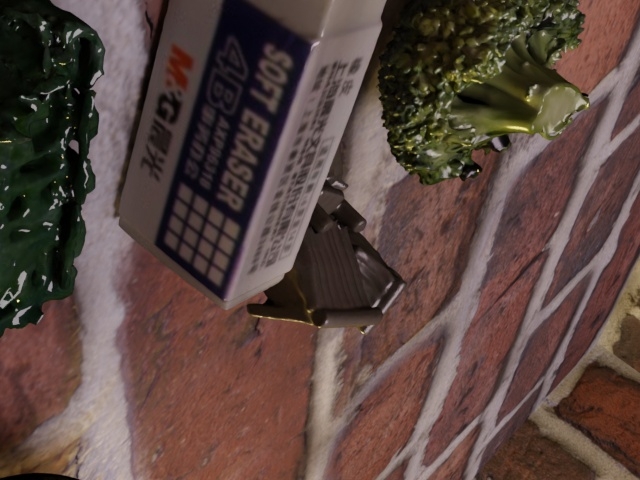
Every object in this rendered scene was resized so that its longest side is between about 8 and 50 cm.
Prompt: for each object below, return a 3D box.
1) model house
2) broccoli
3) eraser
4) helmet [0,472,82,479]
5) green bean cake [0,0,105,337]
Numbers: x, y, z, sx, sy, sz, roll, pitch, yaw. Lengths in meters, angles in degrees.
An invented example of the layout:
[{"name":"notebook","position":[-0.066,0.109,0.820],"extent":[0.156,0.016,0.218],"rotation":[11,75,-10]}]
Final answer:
[{"name":"model house","position":[-0.008,0.001,0.922],"extent":[0.122,0.188,0.229],"rotation":[-43,160,17]},{"name":"broccoli","position":[0.152,-0.153,0.981],"extent":[0.226,0.176,0.198],"rotation":[3,127,-21]},{"name":"eraser","position":[-0.051,-0.098,0.740],"extent":[0.081,0.124,0.279],"rotation":[-26,145,-48]},{"name":"helmet","position":[-0.260,0.291,0.855],"extent":[0.278,0.160,0.231],"rotation":[-7,114,-40]},{"name":"green bean cake","position":[-0.214,-0.023,0.526],"extent":[0.208,0.107,0.193],"rotation":[-24,145,-43]}]
